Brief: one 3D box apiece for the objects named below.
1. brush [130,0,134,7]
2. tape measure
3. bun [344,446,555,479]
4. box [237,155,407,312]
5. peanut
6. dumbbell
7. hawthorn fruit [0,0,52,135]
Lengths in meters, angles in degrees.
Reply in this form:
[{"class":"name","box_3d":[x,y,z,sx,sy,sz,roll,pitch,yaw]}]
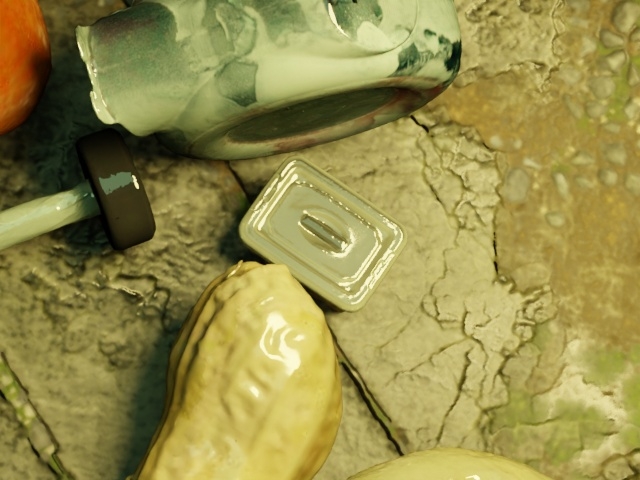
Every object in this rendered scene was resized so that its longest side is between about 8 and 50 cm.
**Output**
[{"class":"brush","box_3d":[-0.104,-0.276,1.505,0.085,0.020,0.337,12,76,-3]},{"class":"tape measure","box_3d":[-0.025,-0.159,1.355,0.256,0.275,0.147,-16,83,20]},{"class":"bun","box_3d":[0.060,0.321,1.275,0.364,0.202,0.364,-4,98,-29]},{"class":"box","box_3d":[0.000,0.000,1.431,0.122,0.062,0.089,34,76,3]},{"class":"peanut","box_3d":[-0.069,0.174,1.349,0.149,0.149,0.313,18,78,-2]},{"class":"dumbbell","box_3d":[-0.235,-0.015,1.390,0.191,0.100,0.100,-20,80,-11]},{"class":"hawthorn fruit","box_3d":[-0.322,-0.166,1.331,0.224,0.261,0.224,-1,66,2]}]
